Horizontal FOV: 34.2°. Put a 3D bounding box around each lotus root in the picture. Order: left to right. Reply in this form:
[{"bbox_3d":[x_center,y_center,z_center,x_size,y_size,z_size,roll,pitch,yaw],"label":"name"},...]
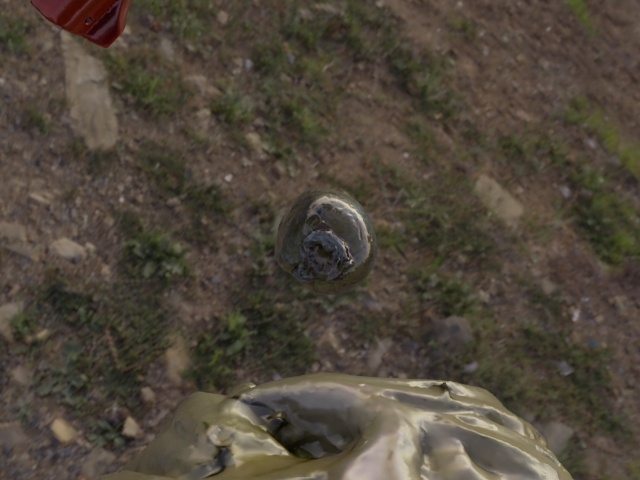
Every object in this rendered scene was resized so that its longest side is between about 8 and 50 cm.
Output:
[{"bbox_3d":[0.003,0.000,0.858,0.088,0.165,0.088,-1,95,-9],"label":"lotus root"}]

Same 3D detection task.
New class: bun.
[{"bbox_3d":[-0.002,0.111,0.413,0.210,0.237,0.116,-5,101,-3],"label":"bun"}]

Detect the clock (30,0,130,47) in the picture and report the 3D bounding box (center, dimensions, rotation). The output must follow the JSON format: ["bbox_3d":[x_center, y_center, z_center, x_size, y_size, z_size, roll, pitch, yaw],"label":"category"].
[{"bbox_3d":[-0.119,-0.205,0.698,0.061,0.155,0.113,41,10,-18],"label":"clock"}]
